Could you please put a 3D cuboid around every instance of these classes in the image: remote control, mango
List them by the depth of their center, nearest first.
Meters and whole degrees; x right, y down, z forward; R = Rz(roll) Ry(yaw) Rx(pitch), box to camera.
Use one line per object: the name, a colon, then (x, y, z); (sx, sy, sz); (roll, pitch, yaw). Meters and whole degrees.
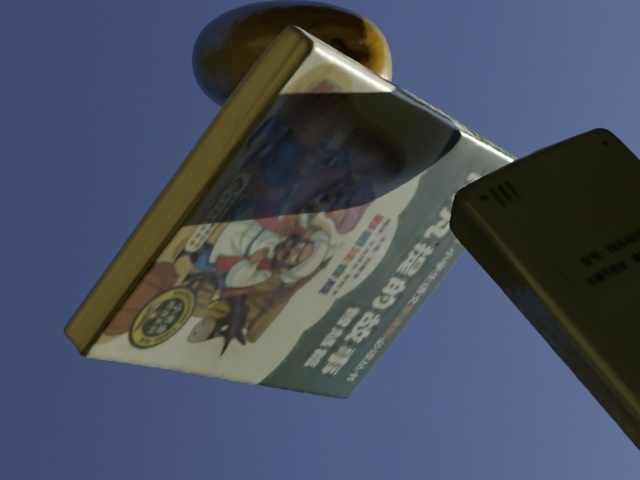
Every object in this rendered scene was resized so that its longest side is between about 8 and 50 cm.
remote control: (0.195, 0.056, 0.705); (0.123, 0.038, 0.285); (-25, -122, -22)
mango: (-0.026, -0.128, 0.961); (0.130, 0.195, 0.091); (14, -92, -24)

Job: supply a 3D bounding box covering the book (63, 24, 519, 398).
book: (0.000, 0.000, 0.749); (0.027, 0.264, 0.202); (44, -77, 32)
